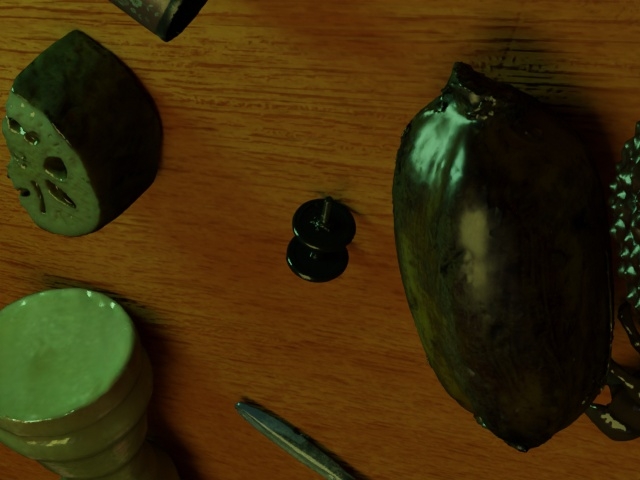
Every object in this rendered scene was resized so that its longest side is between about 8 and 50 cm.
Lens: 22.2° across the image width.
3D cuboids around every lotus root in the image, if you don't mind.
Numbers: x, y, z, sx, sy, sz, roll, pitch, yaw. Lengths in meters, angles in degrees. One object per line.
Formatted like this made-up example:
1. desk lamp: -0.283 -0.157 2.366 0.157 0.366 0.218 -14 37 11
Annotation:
1. lotus root: 0.163 0.019 1.489 0.196 0.179 0.397 21 132 38
2. lotus root: -0.262 -0.103 1.801 0.138 0.119 0.235 23 141 19

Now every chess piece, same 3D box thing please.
1. chess piece: -0.307 0.279 2.227 0.234 0.234 0.442 17 146 26

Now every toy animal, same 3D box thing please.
1. toy animal: 0.345 0.143 1.594 0.186 0.094 0.214 45 146 5

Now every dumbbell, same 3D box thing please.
1. dumbbell: 0.000 0.000 1.735 0.069 0.069 0.147 28 146 12

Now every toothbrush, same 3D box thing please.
1. toothbrush: 0.059 0.329 2.105 0.413 0.042 0.035 35 146 6

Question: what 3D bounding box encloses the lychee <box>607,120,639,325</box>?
1. lychee: 0.341 0.004 1.267 0.271 0.271 0.271 24 144 19

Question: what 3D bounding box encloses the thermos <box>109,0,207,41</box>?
1. thermos: -0.242 -0.333 1.518 0.330 0.109 0.136 36 146 1
